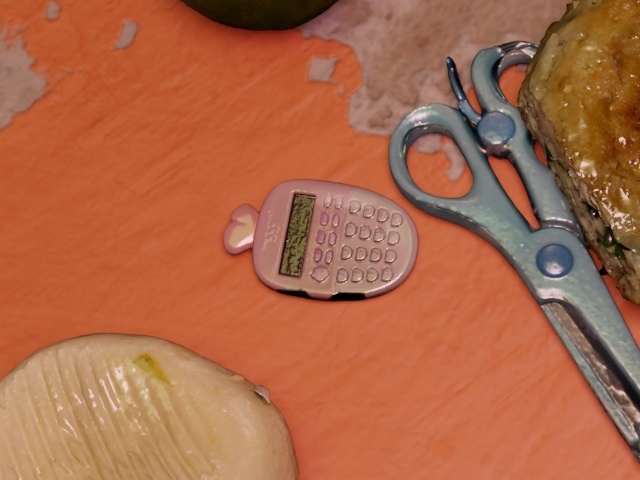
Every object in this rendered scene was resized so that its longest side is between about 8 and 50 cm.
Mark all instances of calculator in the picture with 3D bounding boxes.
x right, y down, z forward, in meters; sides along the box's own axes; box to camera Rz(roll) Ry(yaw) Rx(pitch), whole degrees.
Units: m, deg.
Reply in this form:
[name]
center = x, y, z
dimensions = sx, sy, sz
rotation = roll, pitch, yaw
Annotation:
[calculator]
center = 0.000, 0.000, 1.185
dimensions = 0.166, 0.024, 0.103
rotation = 8, 75, 12

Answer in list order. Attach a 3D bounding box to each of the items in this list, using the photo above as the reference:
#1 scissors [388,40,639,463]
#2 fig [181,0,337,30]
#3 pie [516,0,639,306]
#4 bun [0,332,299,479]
[scissors]
center = 0.192, 0.011, 1.136
dimensions = 0.180, 0.032, 0.393
rotation = -27, 68, 2
[fig]
center = -0.073, -0.279, 1.222
dimensions = 0.245, 0.195, 0.195
rotation = 6, 71, 52
[pie]
center = 0.318, -0.098, 1.099
dimensions = 0.288, 0.103, 0.354
rotation = -21, 69, -4
[bun]
center = -0.142, 0.201, 1.084
dimensions = 0.259, 0.160, 0.259
rotation = -3, 57, 4
